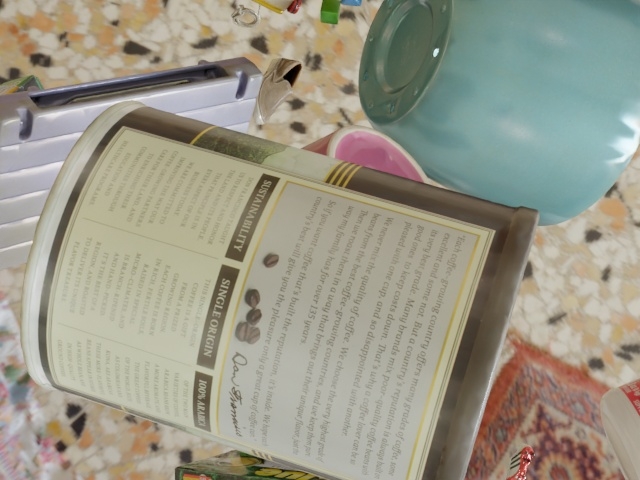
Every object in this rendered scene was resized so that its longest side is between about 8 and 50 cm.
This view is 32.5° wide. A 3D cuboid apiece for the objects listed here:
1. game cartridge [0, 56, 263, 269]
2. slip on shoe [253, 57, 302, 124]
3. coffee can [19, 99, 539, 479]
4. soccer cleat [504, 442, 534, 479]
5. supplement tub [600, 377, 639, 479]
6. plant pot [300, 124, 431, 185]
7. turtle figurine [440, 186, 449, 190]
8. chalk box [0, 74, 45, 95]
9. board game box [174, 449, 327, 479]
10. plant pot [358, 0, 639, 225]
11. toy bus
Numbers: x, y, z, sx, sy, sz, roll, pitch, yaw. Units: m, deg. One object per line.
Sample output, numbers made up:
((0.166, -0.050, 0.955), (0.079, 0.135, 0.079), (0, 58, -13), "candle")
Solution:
((-0.244, -0.095, 1.318), (0.068, 0.355, 0.230), (48, 135, 27), "game cartridge")
((-0.061, -0.213, 1.548), (0.041, 0.135, 0.051), (0, 128, 20), "slip on shoe")
((-0.020, 0.040, 0.705), (0.275, 0.201, 0.201), (16, 97, 10), "coffee can")
((0.301, 0.350, 1.684), (0.029, 0.035, 0.083), (20, 95, -20), "soccer cleat")
((0.530, 0.244, 1.458), (0.272, 0.191, 0.191), (-23, 93, 3), "supplement tub")
((0.000, 0.000, 0.970), (0.180, 0.201, 0.201), (-37, 91, 38), "plant pot")
((0.305, -0.083, 1.850), (0.234, 0.175, 0.118), (-12, 60, -22), "turtle figurine")
((-0.474, -0.112, 1.582), (0.179, 0.289, 0.180), (-12, 116, 25), "chalk box")
((-0.005, 0.245, 1.122), (0.260, 0.136, 0.030), (0, 93, 30), "board game box")
((0.186, -0.184, 1.228), (0.235, 0.293, 0.293), (15, 98, -28), "plant pot")
((-0.045, -0.406, 1.556), (0.202, 0.191, 0.104), (1, 59, 17), "toy bus")
